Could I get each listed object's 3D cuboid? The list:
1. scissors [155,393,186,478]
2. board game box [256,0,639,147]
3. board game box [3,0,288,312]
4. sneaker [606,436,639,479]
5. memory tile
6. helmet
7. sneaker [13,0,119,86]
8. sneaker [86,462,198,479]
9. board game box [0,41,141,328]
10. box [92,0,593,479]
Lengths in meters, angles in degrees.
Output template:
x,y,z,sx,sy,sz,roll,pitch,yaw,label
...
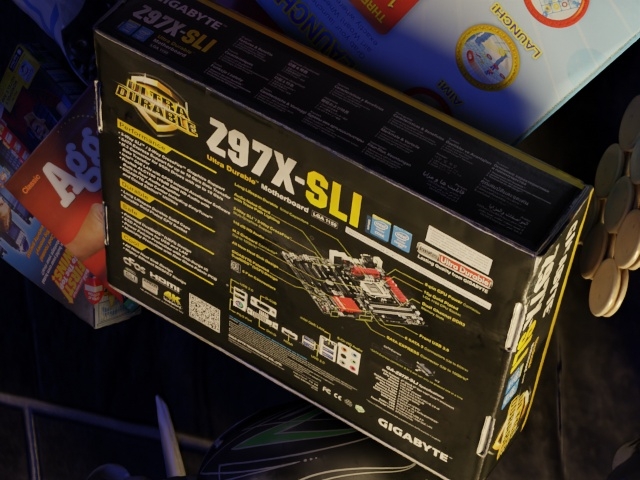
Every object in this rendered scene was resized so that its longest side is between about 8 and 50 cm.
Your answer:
x,y,z,sx,sy,sz,roll,pitch,yaw,label
-0.112,0.283,1.360,0.109,0.021,0.297,-29,84,41,scissors
0.083,-0.227,0.965,0.308,0.086,0.302,49,129,2,board game box
-0.107,-0.081,1.192,0.145,0.027,0.281,45,119,-1,board game box
0.235,0.093,0.960,0.153,0.101,0.269,-18,93,39,sneaker
0.194,-0.036,0.972,0.012,0.113,0.148,15,123,-12,memory tile
-0.005,0.193,1.150,0.169,0.161,0.169,12,110,37,helmet
-0.202,-0.200,1.274,0.237,0.085,0.086,52,170,6,sneaker
-0.049,0.306,1.234,0.365,0.210,0.137,28,123,-13,sneaker
-0.208,-0.033,1.326,0.194,0.060,0.194,46,126,19,board game box
0.000,0.000,1.049,0.322,0.079,0.257,28,141,18,box
